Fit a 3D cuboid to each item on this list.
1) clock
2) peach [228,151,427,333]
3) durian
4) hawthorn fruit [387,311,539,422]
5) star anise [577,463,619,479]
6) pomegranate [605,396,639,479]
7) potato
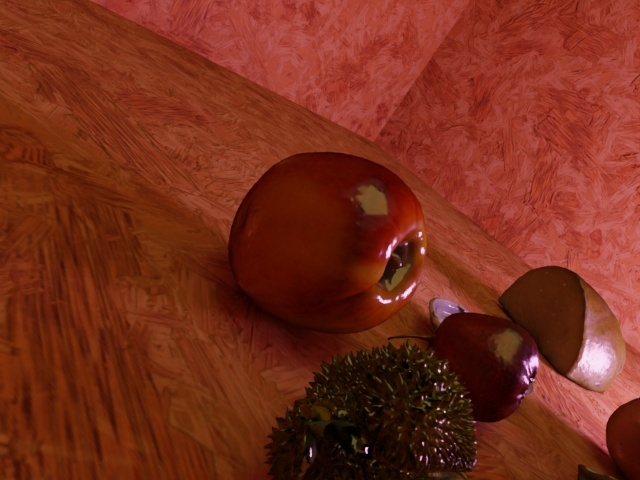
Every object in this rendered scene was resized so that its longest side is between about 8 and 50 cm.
[{"bbox_3d":[0.283,0.202,0.970,0.236,0.053,0.236,31,20,-13],"label":"clock"},{"bbox_3d":[0.000,0.000,0.698,0.281,0.238,0.281,-6,29,3],"label":"peach"},{"bbox_3d":[0.043,0.175,0.451,0.198,0.159,0.146,-15,15,-34],"label":"durian"},{"bbox_3d":[0.219,0.171,0.798,0.203,0.162,0.163,31,14,27],"label":"hawthorn fruit"},{"bbox_3d":[0.421,0.387,0.702,0.212,0.073,0.197,16,29,-52],"label":"star anise"},{"bbox_3d":[0.610,0.364,0.932,0.191,0.191,0.191,31,18,-11],"label":"pomegranate"},{"bbox_3d":[0.706,0.229,1.413,0.280,0.212,0.330,26,21,-26],"label":"potato"}]
